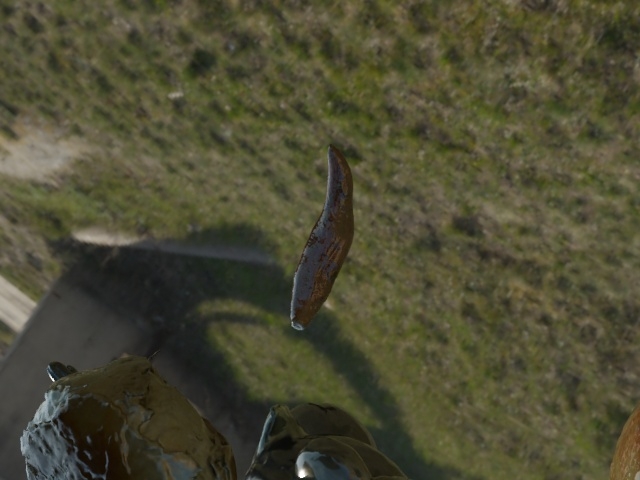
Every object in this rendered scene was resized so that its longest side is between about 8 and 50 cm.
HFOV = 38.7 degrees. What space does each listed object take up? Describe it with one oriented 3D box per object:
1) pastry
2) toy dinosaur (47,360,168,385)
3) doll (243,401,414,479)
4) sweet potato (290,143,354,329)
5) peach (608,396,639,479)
[{"bbox_3d":[-0.121,0.148,0.574,0.153,0.153,0.081,28,-158,22],"label":"pastry"},{"bbox_3d":[-0.238,0.197,1.051,0.187,0.087,0.179,7,179,3],"label":"toy dinosaur"},{"bbox_3d":[0.002,0.344,0.794,0.252,0.382,0.378,16,180,11],"label":"doll"},{"bbox_3d":[0.008,-0.001,1.256,0.058,0.255,0.078,16,-178,44],"label":"sweet potato"},{"bbox_3d":[0.238,0.132,0.429,0.232,0.232,0.232,31,159,14],"label":"peach"}]
